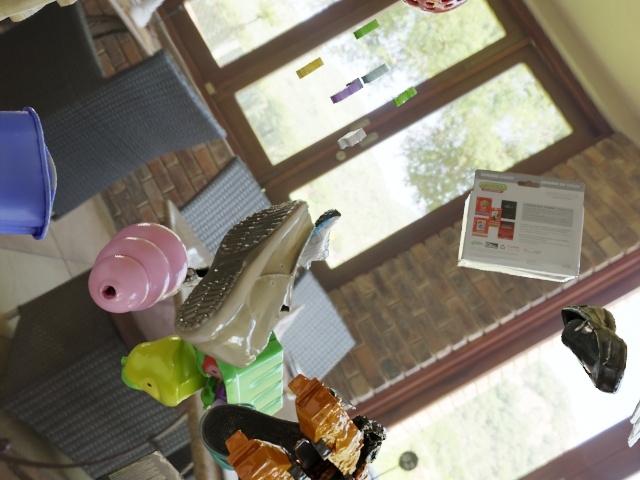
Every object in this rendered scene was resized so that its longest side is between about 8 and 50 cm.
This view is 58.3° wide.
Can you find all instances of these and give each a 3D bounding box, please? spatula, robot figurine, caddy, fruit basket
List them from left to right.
[{"bbox_3d":[-0.760,-0.167,1.442,0.241,0.179,0.341,-16,-97,50],"label":"caddy"},{"bbox_3d":[-0.298,0.339,1.441,0.283,0.392,0.392,55,-3,37],"label":"fruit basket"},{"bbox_3d":[-0.010,0.296,0.778,0.085,0.211,0.291,41,-16,34],"label":"robot figurine"},{"bbox_3d":[0.531,0.197,0.887,0.019,0.242,0.168,22,-19,42],"label":"spatula"}]

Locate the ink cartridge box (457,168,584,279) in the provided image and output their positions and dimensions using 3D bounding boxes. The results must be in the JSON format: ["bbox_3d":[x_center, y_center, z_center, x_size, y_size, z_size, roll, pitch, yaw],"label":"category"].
[{"bbox_3d":[0.569,-0.043,1.635,0.130,0.310,0.271,59,41,-77],"label":"ink cartridge box"}]

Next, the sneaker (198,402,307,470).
[{"bbox_3d":[-0.088,0.377,1.036,0.296,0.123,0.178,28,-21,-11],"label":"sneaker"}]

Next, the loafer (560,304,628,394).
[{"bbox_3d":[0.389,0.151,0.828,0.223,0.078,0.076,-40,139,-66],"label":"loafer"}]

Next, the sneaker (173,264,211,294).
[{"bbox_3d":[-0.391,0.103,1.630,0.188,0.071,0.066,-13,59,-52],"label":"sneaker"}]

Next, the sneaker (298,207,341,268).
[{"bbox_3d":[0.000,0.000,1.365,0.083,0.191,0.071,40,37,-7],"label":"sneaker"}]

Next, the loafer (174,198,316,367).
[{"bbox_3d":[-0.075,0.044,0.678,0.092,0.102,0.268,62,35,-24],"label":"loafer"}]

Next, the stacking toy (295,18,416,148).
[{"bbox_3d":[0.076,-0.297,1.076,0.167,0.221,0.052,57,-25,-16],"label":"stacking toy"}]

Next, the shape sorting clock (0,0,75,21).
[{"bbox_3d":[-0.183,-0.225,0.453,0.040,0.206,0.206,62,0,-43],"label":"shape sorting clock"}]

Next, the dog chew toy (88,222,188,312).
[{"bbox_3d":[-0.441,0.074,1.369,0.206,0.207,0.332,61,7,-10],"label":"dog chew toy"}]

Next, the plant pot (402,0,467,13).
[{"bbox_3d":[0.199,-0.517,1.009,0.191,0.191,0.174,61,19,3],"label":"plant pot"}]

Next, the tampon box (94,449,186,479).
[{"bbox_3d":[-0.236,0.401,0.811,0.161,0.101,0.120,14,-65,52],"label":"tampon box"}]
